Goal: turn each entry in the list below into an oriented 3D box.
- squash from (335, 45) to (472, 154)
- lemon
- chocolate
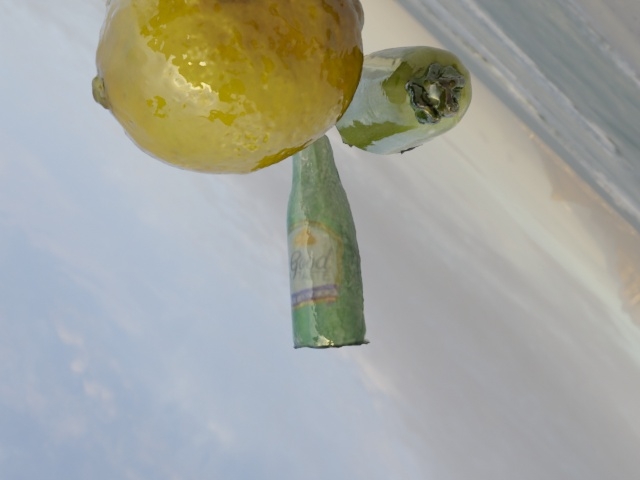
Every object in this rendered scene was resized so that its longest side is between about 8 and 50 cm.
[{"bbox_3d":[0.113,-0.156,0.788,0.137,0.137,0.287,39,175,-16],"label":"squash"},{"bbox_3d":[-0.082,-0.182,0.718,0.233,0.288,0.233,52,158,30],"label":"lemon"},{"bbox_3d":[0.000,0.000,0.997,0.110,0.110,0.291,1,-97,-66],"label":"chocolate"}]
